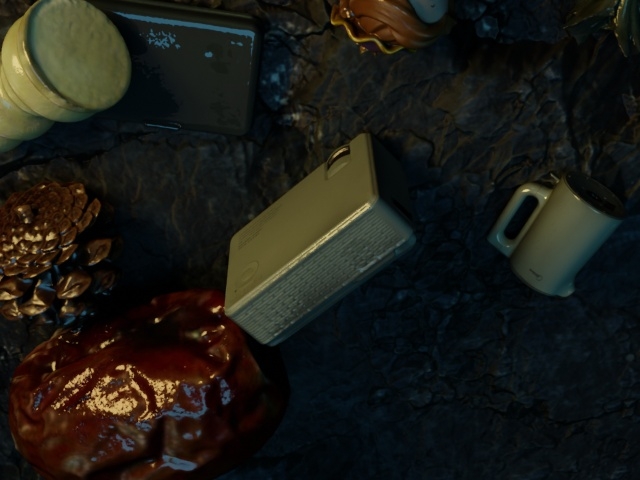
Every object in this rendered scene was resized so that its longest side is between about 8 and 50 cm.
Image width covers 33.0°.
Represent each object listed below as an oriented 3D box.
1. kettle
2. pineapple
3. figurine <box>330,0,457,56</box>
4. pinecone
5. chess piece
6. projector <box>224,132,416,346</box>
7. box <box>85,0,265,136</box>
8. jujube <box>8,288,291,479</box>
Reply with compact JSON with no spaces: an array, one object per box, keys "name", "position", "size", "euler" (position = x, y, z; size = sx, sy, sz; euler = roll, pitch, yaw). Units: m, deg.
[{"name":"kettle","position":[0.314,-0.011,1.441],"size":[0.127,0.098,0.148],"euler":[22,121,-18]},{"name":"pineapple","position":[0.361,-0.350,1.237],"size":[0.130,0.119,0.277],"euler":[-3,123,-19]},{"name":"figurine","position":[0.097,-0.330,1.239],"size":[0.190,0.142,0.263],"euler":[24,124,23]},{"name":"pinecone","position":[-0.348,0.026,1.419],"size":[0.208,0.207,0.207],"euler":[0,120,0]},{"name":"chess piece","position":[-0.361,-0.182,1.304],"size":[0.251,0.144,0.144],"euler":[-19,121,41]},{"name":"projector","position":[0.000,0.000,1.397],"size":[0.257,0.192,0.099],"euler":[-38,117,20]},{"name":"box","position":[-0.190,-0.219,1.352],"size":[0.230,0.050,0.160],"euler":[7,119,-3]},{"name":"jujube","position":[-0.235,0.214,1.471],"size":[0.377,0.276,0.276],"euler":[-25,116,16]}]
